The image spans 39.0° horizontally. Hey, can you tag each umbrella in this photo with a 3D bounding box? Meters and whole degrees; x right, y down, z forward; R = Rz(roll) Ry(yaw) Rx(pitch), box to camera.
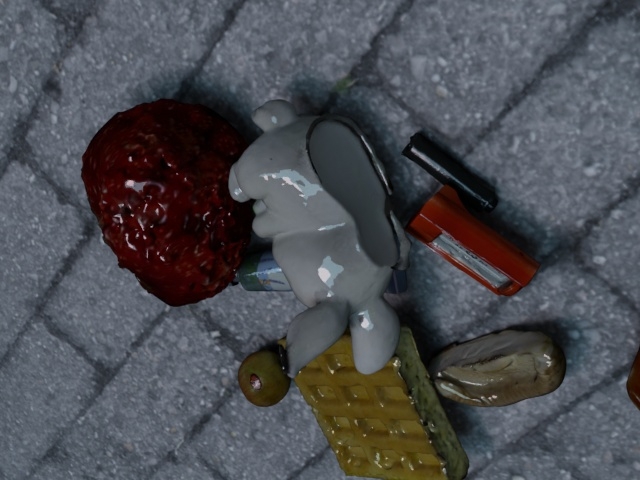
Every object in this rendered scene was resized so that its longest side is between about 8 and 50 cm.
[{"bbox_3d":[0.156,-0.079,1.088,0.133,0.031,0.036,39,160,1],"label":"umbrella"}]

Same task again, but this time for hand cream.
[{"bbox_3d":[-0.010,0.035,1.223,0.256,0.055,0.088,-4,109,20],"label":"hand cream"}]

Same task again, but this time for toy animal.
[{"bbox_3d":[0.004,-0.004,1.082,0.154,0.208,0.325,-24,68,47],"label":"toy animal"}]

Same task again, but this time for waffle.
[{"bbox_3d":[0.071,0.226,1.248,0.221,0.055,0.248,-8,113,48],"label":"waffle"}]

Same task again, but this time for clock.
[{"bbox_3d":[0.184,0.003,1.083,0.155,0.061,0.113,37,170,1],"label":"clock"}]

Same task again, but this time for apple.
[{"bbox_3d":[-0.080,0.201,1.323,0.071,0.084,0.084,-32,100,18],"label":"apple"}]

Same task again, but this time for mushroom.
[{"bbox_3d":[0.233,0.167,1.158,0.210,0.072,0.094,-25,107,46],"label":"mushroom"}]

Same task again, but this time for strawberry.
[{"bbox_3d":[-0.181,-0.055,1.159,0.220,0.274,0.274,-32,102,-3],"label":"strawberry"}]

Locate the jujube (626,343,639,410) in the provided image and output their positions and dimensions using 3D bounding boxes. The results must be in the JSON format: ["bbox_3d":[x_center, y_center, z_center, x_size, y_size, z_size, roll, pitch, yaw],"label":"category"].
[{"bbox_3d":[0.469,0.186,0.999,0.255,0.190,0.190,24,125,23],"label":"jujube"}]
